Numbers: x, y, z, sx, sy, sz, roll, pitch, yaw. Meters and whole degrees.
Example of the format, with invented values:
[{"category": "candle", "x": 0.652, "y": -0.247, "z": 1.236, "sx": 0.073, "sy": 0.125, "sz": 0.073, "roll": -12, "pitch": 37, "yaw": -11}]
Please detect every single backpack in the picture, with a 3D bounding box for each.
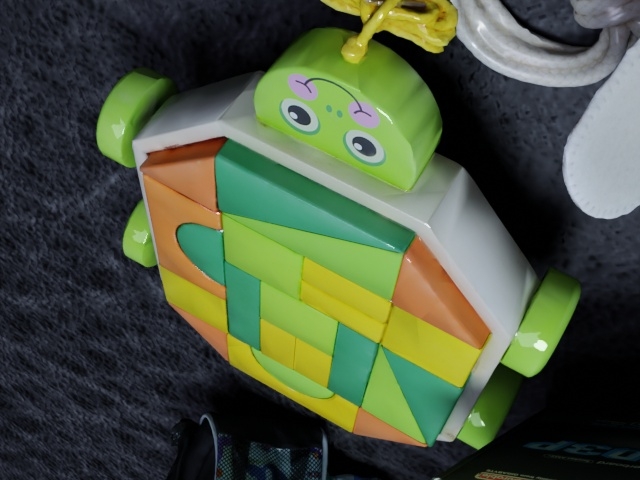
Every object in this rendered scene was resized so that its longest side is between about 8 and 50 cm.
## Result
[{"category": "backpack", "x": -0.052, "y": 0.289, "z": 0.676, "sx": 0.191, "sy": 0.253, "sz": 0.225, "roll": 15, "pitch": 134, "yaw": -6}]

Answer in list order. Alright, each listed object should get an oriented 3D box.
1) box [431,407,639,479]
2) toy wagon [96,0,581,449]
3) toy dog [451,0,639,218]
[{"category": "box", "x": 0.191, "y": 0.135, "z": 0.451, "sx": 0.220, "sy": 0.175, "sz": 0.051, "roll": 0, "pitch": 93, "yaw": 33}, {"category": "toy wagon", "x": 0.000, "y": 0.000, "z": 0.487, "sx": 0.267, "sy": 0.068, "sz": 0.344, "roll": 27, "pitch": 152, "yaw": 12}, {"category": "toy dog", "x": 0.183, "y": -0.017, "z": 0.336, "sx": 0.333, "sy": 0.161, "sz": 0.220, "roll": 48, "pitch": 135, "yaw": -12}]
